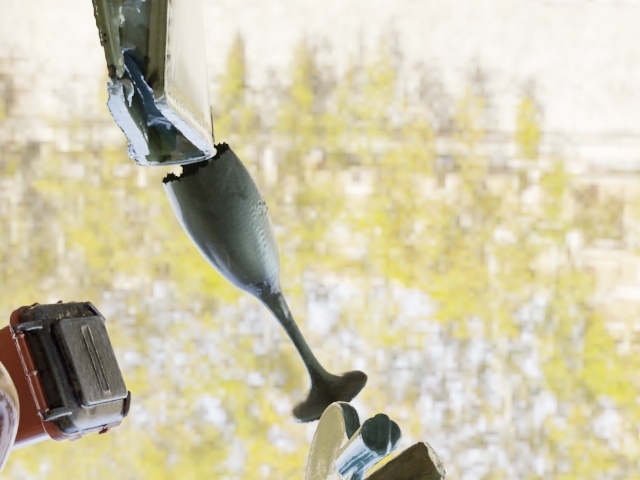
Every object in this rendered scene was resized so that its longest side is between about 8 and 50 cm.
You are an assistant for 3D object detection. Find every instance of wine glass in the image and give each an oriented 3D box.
[{"bbox_3d":[0.000,0.000,1.825,0.264,0.309,0.096,-36,-164,-25],"label":"wine glass"}]

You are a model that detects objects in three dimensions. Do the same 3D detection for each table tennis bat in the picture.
[{"bbox_3d":[0.023,0.210,1.526,0.038,0.149,0.237,10,154,-13],"label":"table tennis bat"}]

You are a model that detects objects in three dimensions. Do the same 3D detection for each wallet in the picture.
[{"bbox_3d":[-0.105,-0.207,0.892,0.077,0.309,0.223,-8,174,-4],"label":"wallet"}]

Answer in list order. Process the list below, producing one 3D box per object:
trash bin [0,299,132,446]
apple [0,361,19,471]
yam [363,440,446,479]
[{"bbox_3d":[-0.360,0.175,1.873,0.238,0.161,0.184,-22,173,18],"label":"trash bin"},{"bbox_3d":[-0.360,0.159,1.446,0.168,0.181,0.181,14,-166,24],"label":"apple"},{"bbox_3d":[-0.016,0.352,1.777,0.371,0.083,0.083,-38,-172,6],"label":"yam"}]
